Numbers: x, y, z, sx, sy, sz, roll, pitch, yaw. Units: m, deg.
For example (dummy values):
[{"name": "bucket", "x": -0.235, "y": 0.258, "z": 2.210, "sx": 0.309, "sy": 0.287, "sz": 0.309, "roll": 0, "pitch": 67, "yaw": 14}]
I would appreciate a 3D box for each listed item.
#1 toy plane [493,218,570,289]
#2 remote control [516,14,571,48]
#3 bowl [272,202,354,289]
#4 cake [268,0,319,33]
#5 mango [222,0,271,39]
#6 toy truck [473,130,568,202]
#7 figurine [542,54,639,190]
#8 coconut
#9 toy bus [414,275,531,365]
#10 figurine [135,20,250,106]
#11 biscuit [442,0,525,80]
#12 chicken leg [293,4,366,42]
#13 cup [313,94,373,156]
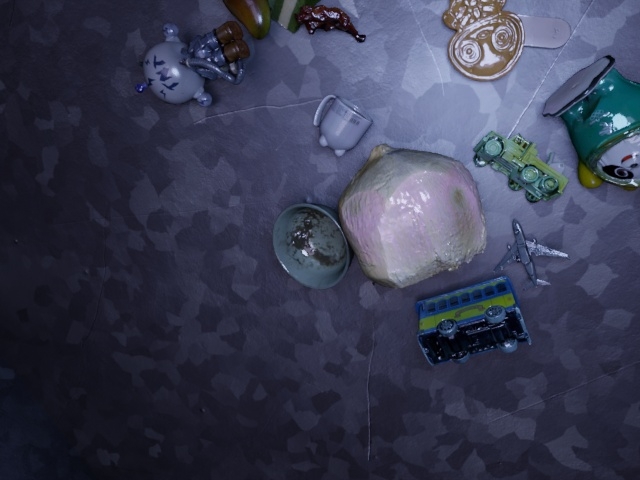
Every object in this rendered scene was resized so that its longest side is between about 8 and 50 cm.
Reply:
[{"name": "toy plane", "x": 0.622, "y": 0.044, "z": 1.410, "sx": 0.226, "sy": 0.058, "sz": 0.226, "roll": -18, "pitch": 101, "yaw": 36}, {"name": "remote control", "x": 0.549, "y": -0.572, "z": 1.269, "sx": 0.244, "sy": 0.022, "sz": 0.077, "roll": 12, "pitch": 111, "yaw": 12}, {"name": "bowl", "x": 0.000, "y": 0.000, "z": 1.503, "sx": 0.289, "sy": 0.146, "sz": 0.289, "roll": 14, "pitch": 118, "yaw": 29}, {"name": "cake", "x": -0.041, "y": -0.773, "z": 1.358, "sx": 0.158, "sy": 0.172, "sz": 0.283, "roll": 44, "pitch": 145, "yaw": 5}, {"name": "mango", "x": -0.230, "y": -0.724, "z": 1.384, "sx": 0.133, "sy": 0.111, "sz": 0.268, "roll": -28, "pitch": 94, "yaw": 46}, {"name": "toy truck", "x": 0.571, "y": -0.227, "z": 1.327, "sx": 0.259, "sy": 0.128, "sz": 0.135, "roll": 32, "pitch": 86, "yaw": 6}, {"name": "figurine", "x": 0.769, "y": -0.284, "z": 1.199, "sx": 0.340, "sy": 0.231, "sz": 0.323, "roll": 42, "pitch": 137, "yaw": -8}, {"name": "coconut", "x": 0.235, "y": -0.094, "z": 1.303, "sx": 0.404, "sy": 0.404, "sz": 0.405, "roll": 4, "pitch": 107, "yaw": 14}, {"name": "toy bus", "x": 0.461, "y": 0.253, "z": 1.440, "sx": 0.312, "sy": 0.190, "sz": 0.152, "roll": -21, "pitch": 116, "yaw": 20}, {"name": "figurine", "x": -0.400, "y": -0.556, "z": 1.451, "sx": 0.381, "sy": 0.186, "sz": 0.261, "roll": -15, "pitch": 96, "yaw": 23}, {"name": "biscuit", "x": 0.438, "y": -0.580, "z": 1.267, "sx": 0.202, "sy": 0.044, "sz": 0.289, "roll": -14, "pitch": 104, "yaw": 21}, {"name": "chicken leg", "x": 0.030, "y": -0.633, "z": 1.351, "sx": 0.219, "sy": 0.048, "sz": 0.089, "roll": 7, "pitch": 146, "yaw": -4}, {"name": "cup", "x": 0.049, "y": -0.352, "z": 1.411, "sx": 0.173, "sy": 0.134, "sz": 0.142, "roll": 37, "pitch": 114, "yaw": 1}]
